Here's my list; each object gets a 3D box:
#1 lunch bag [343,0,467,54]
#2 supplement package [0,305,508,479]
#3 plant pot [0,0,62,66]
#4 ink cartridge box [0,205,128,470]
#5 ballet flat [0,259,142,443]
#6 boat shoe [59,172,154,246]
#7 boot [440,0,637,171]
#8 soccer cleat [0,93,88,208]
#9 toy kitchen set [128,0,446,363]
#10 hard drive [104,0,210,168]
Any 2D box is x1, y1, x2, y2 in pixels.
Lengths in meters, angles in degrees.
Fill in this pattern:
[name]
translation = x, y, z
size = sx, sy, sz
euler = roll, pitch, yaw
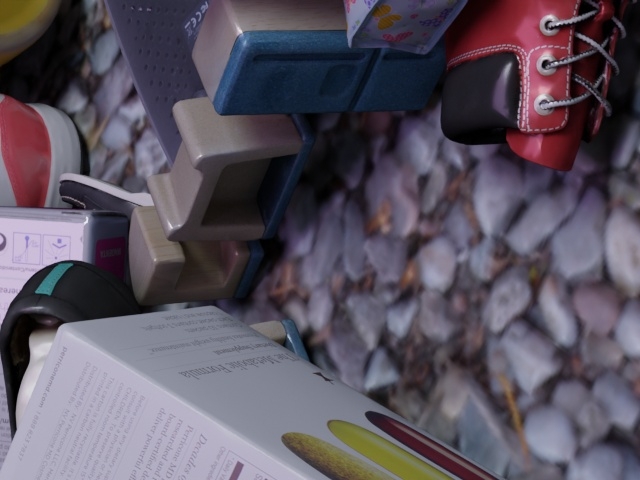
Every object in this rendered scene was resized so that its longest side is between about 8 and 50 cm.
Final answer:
[lunch bag]
translation = 0.043, -0.134, 0.899
size = 0.083, 0.053, 0.071
euler = 126, 141, -55
[supplement package]
translation = -0.009, 0.145, 0.869
size = 0.244, 0.139, 0.133
euler = 29, 105, 22
[plant pot]
translation = -0.298, -0.171, 1.257
size = 0.239, 0.254, 0.254
euler = -13, 71, 36
[ink cartridge box]
translation = -0.209, 0.132, 1.135
size = 0.186, 0.065, 0.311
euler = 4, 92, 20
[ballet flat]
translation = -0.126, 0.152, 1.031
size = 0.095, 0.096, 0.280
euler = -10, 92, 12
[boat shoe]
translation = -0.113, -0.012, 1.155
size = 0.125, 0.046, 0.038
euler = 16, 88, 41
[boot]
translation = 0.136, -0.128, 0.872
size = 0.244, 0.088, 0.176
euler = -24, 64, 52
[soccer cleat]
translation = -0.247, 0.059, 1.233
size = 0.109, 0.116, 0.318
euler = 27, 101, 48
[toy kitchen set]
translation = 0.000, 0.000, 0.997
size = 0.166, 0.122, 0.207
euler = 67, 149, 33
[hard drive]
translation = -0.053, -0.169, 1.115
size = 0.172, 0.054, 0.254
euler = -46, 50, 31
